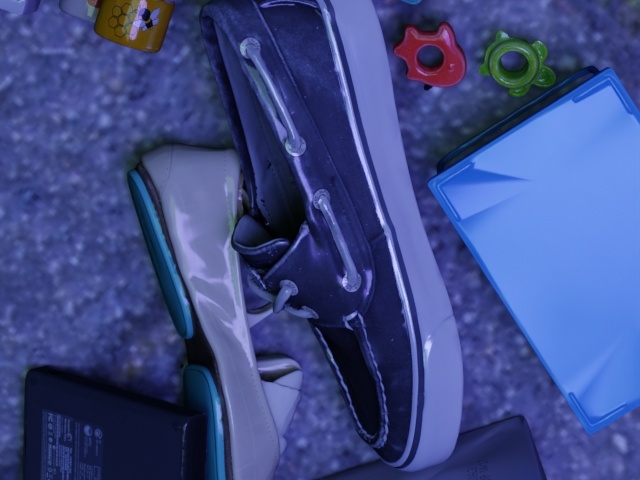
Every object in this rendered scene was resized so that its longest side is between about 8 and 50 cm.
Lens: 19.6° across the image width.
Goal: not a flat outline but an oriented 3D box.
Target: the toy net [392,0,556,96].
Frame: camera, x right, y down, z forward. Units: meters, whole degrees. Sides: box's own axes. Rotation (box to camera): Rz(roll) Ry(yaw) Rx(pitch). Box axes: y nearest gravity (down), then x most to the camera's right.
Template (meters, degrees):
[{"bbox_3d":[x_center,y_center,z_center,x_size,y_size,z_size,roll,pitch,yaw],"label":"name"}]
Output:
[{"bbox_3d":[0.033,-0.162,1.074,0.232,0.045,0.122,13,116,3],"label":"toy net"}]

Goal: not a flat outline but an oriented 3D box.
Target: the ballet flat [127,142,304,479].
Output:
[{"bbox_3d":[-0.050,0.061,1.104,0.086,0.086,0.248,-11,99,5],"label":"ballet flat"}]

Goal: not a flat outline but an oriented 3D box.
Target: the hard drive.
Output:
[{"bbox_3d":[-0.125,0.135,1.107,0.135,0.022,0.094,12,104,38],"label":"hard drive"}]

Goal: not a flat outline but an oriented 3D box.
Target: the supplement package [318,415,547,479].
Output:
[{"bbox_3d":[0.088,0.283,1.085,0.175,0.177,0.293,-19,99,5],"label":"supplement package"}]

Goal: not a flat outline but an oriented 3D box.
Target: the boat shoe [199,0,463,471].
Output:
[{"bbox_3d":[0.000,0.000,1.046,0.102,0.108,0.301,-20,109,-24],"label":"boat shoe"}]

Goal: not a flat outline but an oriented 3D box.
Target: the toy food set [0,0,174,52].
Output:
[{"bbox_3d":[-0.180,-0.193,1.039,0.232,0.111,0.105,19,101,1],"label":"toy food set"}]

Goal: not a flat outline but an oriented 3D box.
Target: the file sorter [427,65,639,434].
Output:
[{"bbox_3d":[0.155,-0.001,1.065,0.118,0.104,0.170,-32,98,7],"label":"file sorter"}]
